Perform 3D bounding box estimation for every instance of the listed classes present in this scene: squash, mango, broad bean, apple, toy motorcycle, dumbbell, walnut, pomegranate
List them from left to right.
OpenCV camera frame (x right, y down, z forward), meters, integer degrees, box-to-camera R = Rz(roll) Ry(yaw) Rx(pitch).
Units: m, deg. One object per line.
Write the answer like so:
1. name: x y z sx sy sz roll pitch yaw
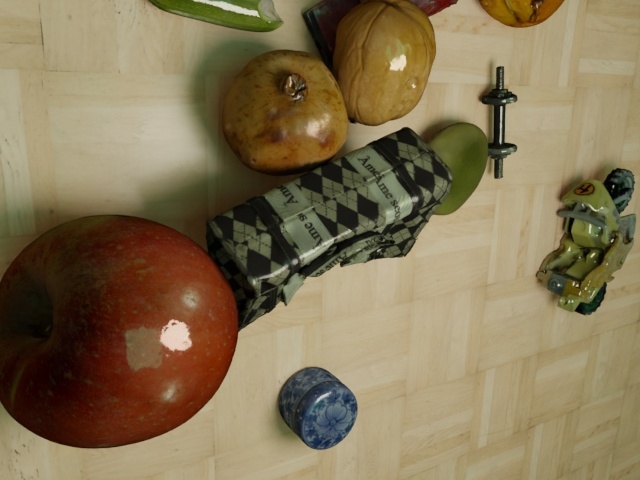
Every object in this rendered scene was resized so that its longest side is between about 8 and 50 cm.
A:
1. apple: -0.298 0.132 0.854 0.276 0.348 0.349 20 93 -56
2. squash: -0.166 -0.385 0.936 0.238 0.069 0.069 2 103 -32
3. pomegranate: -0.054 -0.210 0.966 0.215 0.215 0.216 -10 109 -29
4. walnut: 0.110 -0.313 1.023 0.193 0.193 0.226 -17 136 -27
5. broad bean: 0.280 -0.149 1.253 0.263 0.121 0.189 -31 122 -23
6. dumbbell: 0.410 -0.266 1.321 0.081 0.081 0.254 -16 113 -27
7. mango: 0.448 -0.614 1.198 0.350 0.201 0.199 -66 161 -9
8. toy motorcycle: 0.726 0.005 1.547 0.236 0.168 0.411 3 102 -31

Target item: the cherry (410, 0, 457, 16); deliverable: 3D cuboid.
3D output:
1. cherry: 0.155 -0.501 1.038 0.249 0.192 0.175 -10 72 -19

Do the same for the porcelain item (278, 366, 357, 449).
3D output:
1. porcelain item: -0.003 0.356 1.227 0.147 0.114 0.147 -10 110 -29

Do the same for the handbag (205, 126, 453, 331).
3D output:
1. handbag: 0.000 0.000 1.039 0.415 0.180 0.317 -27 160 -25

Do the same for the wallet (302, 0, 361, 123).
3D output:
1. wallet: 0.062 -0.356 1.113 0.119 0.025 0.232 -39 122 -17
